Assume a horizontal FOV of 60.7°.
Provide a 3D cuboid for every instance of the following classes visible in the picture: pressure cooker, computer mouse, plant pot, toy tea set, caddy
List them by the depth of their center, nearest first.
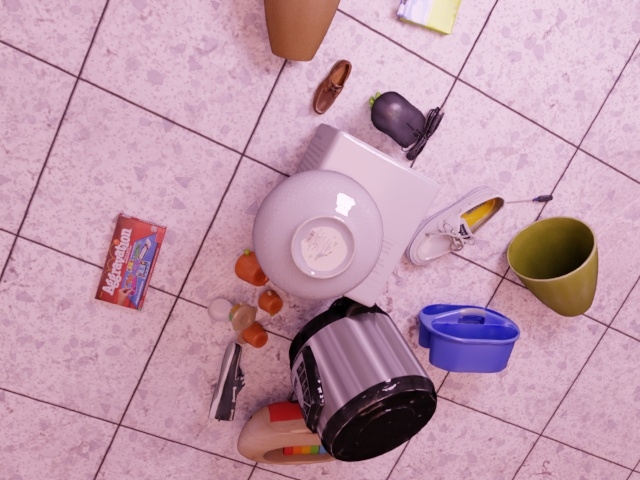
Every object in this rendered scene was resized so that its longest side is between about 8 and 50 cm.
[{"bbox_3d":[-0.057,-0.630,1.485,0.237,0.237,0.255,5,121,-11],"label":"plant pot"},{"bbox_3d":[0.261,-0.349,1.625,0.272,0.072,0.189,19,108,-42],"label":"computer mouse"},{"bbox_3d":[0.103,0.395,1.650,0.369,0.420,0.375,-38,137,8],"label":"pressure cooker"},{"bbox_3d":[-0.214,0.181,1.754,0.200,0.124,0.336,15,101,-44],"label":"toy tea set"},{"bbox_3d":[0.489,0.305,1.827,0.341,0.241,0.179,4,112,-11],"label":"caddy"},{"bbox_3d":[0.810,0.117,1.834,0.274,0.275,0.293,-37,124,2],"label":"plant pot"}]

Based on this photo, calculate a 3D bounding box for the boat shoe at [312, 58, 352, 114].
[{"bbox_3d":[0.034,-0.455,1.618,0.064,0.060,0.178,30,99,-16],"label":"boat shoe"}]

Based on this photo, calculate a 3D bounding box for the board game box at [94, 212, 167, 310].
[{"bbox_3d":[-0.584,0.069,1.682,0.145,0.027,0.282,18,102,-13],"label":"board game box"}]

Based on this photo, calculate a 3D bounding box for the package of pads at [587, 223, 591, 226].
[{"bbox_3d":[0.899,-0.029,1.907,0.083,0.032,0.050,-6,106,-8],"label":"package of pads"}]

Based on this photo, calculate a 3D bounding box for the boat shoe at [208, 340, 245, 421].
[{"bbox_3d":[-0.294,0.468,1.809,0.091,0.114,0.303,14,115,-13],"label":"boat shoe"}]

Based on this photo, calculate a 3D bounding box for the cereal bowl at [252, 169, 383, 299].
[{"bbox_3d":[0.000,0.000,1.360,0.338,0.141,0.339,-2,107,-7],"label":"cereal bowl"}]

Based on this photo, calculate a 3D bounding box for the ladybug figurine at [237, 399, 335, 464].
[{"bbox_3d":[-0.053,0.640,1.839,0.448,0.162,0.305,4,141,-12],"label":"ladybug figurine"}]

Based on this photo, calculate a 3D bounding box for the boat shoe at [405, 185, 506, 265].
[{"bbox_3d":[0.446,-0.031,1.762,0.367,0.156,0.136,-35,108,1],"label":"boat shoe"}]

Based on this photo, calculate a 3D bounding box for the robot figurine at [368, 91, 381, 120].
[{"bbox_3d":[0.197,-0.395,1.660,0.101,0.067,0.115,-33,113,29],"label":"robot figurine"}]

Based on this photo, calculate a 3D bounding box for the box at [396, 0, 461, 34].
[{"bbox_3d":[0.316,-0.684,1.609,0.178,0.042,0.109,13,103,-13],"label":"box"}]

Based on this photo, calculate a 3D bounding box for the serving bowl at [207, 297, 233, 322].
[{"bbox_3d":[-0.324,0.222,1.770,0.083,0.027,0.084,-3,106,-10],"label":"serving bowl"}]

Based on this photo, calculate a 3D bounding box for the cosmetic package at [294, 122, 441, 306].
[{"bbox_3d":[0.073,-0.087,1.590,0.327,0.329,0.394,26,101,-14],"label":"cosmetic package"}]

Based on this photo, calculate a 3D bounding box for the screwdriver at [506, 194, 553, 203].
[{"bbox_3d":[0.704,-0.133,1.849,0.169,0.024,0.025,-11,79,-5],"label":"screwdriver"}]
